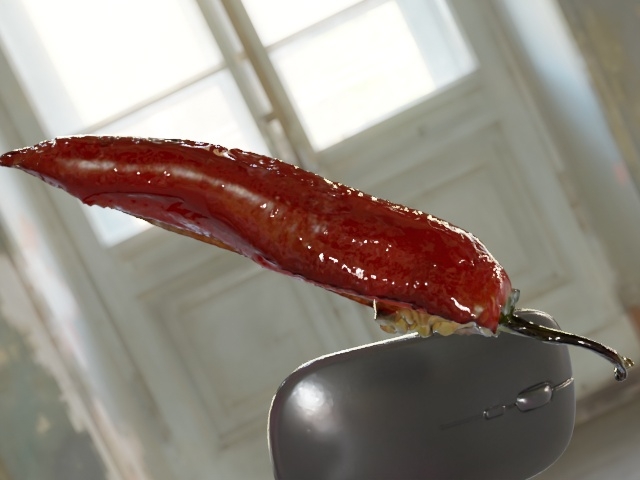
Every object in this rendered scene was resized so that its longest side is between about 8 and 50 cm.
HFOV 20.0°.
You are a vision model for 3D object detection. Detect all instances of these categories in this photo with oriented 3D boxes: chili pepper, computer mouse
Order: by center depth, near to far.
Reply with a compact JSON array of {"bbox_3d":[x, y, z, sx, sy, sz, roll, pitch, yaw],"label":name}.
[{"bbox_3d":[0.000,0.000,0.718,0.059,0.268,0.050,-13,-56,-84],"label":"chili pepper"},{"bbox_3d":[0.075,0.116,1.193,0.232,0.120,0.057,-11,10,-26],"label":"computer mouse"}]
